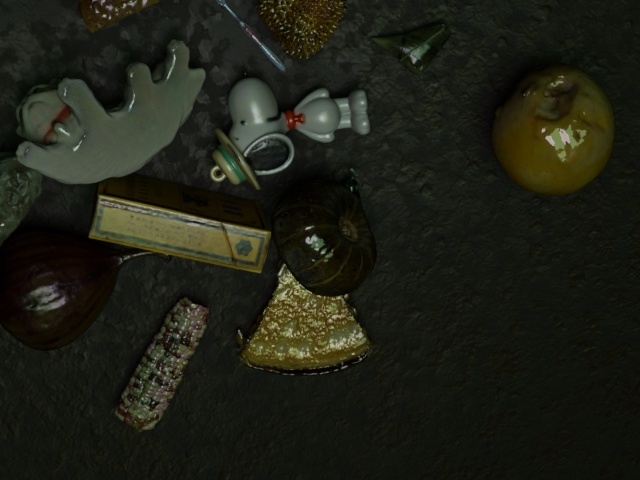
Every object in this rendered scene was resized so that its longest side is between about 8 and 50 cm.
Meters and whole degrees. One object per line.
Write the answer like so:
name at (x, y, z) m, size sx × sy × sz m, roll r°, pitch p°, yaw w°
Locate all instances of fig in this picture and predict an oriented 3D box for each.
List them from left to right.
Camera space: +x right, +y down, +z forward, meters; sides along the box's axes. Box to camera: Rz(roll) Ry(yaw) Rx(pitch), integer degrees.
fig at (-0.412, 0.058, 1.797) m, size 0.320 × 0.217 × 0.217 m, roll -20°, pitch 110°, yaw -4°

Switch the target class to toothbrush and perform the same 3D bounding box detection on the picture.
toothbrush at (-0.124, -0.368, 1.810) m, size 0.013 × 0.019 × 0.193 m, roll -43°, pitch 112°, yaw 4°

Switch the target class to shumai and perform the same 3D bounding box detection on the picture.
shumai at (-0.608, -0.074, 1.708) m, size 0.260 × 0.225 × 0.222 m, roll -37°, pitch 112°, yaw 20°

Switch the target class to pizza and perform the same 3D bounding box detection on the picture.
pizza at (-0.057, 0.145, 1.959) m, size 0.251 × 0.074 × 0.288 m, roll -24°, pitch 103°, yaw 0°

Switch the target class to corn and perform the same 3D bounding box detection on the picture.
corn at (-0.300, 0.234, 1.940) m, size 0.092 × 0.092 × 0.281 m, roll 26°, pitch 97°, yaw -17°

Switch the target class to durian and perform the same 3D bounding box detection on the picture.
durian at (-0.035, -0.403, 1.756) m, size 0.158 × 0.137 × 0.168 m, roll 29°, pitch 110°, yaw -38°

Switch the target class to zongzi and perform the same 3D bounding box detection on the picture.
zongzi at (0.166, -0.371, 1.849) m, size 0.113 × 0.052 × 0.104 m, roll 37°, pitch 91°, yaw -6°

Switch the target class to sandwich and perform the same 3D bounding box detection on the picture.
sandwich at (-0.311, -0.426, 1.651) m, size 0.186 × 0.215 × 0.065 m, roll -26°, pitch 121°, yaw -5°

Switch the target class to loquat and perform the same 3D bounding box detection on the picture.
loquat at (0.425, -0.196, 1.864) m, size 0.243 × 0.244 × 0.244 m, roll -3°, pitch 108°, yaw -9°

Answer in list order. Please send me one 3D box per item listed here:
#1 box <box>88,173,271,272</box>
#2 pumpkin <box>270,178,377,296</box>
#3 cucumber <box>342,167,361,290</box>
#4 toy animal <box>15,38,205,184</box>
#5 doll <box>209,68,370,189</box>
box at (-0.249, -0.038, 1.800) m, size 0.301 × 0.193 × 0.084 m, roll 13°, pitch 106°, yaw -14°
pumpkin at (0.000, 0.000, 1.815) m, size 0.162 × 0.219 × 0.219 m, roll -29°, pitch 113°, yaw 28°
cucumber at (0.051, -0.018, 1.937) m, size 0.056 × 0.056 × 0.250 m, roll -3°, pitch 110°, yaw -9°
toy animal at (-0.367, -0.236, 1.755) m, size 0.266 × 0.188 × 0.308 m, roll 28°, pitch 90°, yaw -39°
doll at (-0.052, -0.185, 1.816) m, size 0.271 × 0.144 × 0.208 m, roll 8°, pitch 97°, yaw -8°
